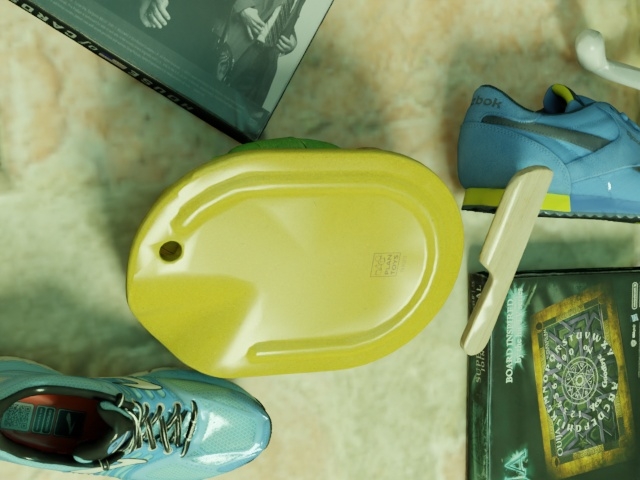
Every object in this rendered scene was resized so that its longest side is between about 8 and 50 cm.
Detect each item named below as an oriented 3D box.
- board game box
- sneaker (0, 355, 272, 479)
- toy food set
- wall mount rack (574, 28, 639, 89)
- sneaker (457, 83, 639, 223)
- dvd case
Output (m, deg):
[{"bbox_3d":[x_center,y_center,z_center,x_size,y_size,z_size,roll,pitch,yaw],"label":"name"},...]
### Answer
[{"bbox_3d":[0.148,0.110,0.671,0.126,0.026,0.186,-1,93,-23],"label":"board game box"},{"bbox_3d":[-0.098,0.096,0.538,0.162,0.073,0.063,6,90,-23],"label":"sneaker"},{"bbox_3d":[0.000,0.000,0.586,0.218,0.071,0.128,0,117,-21],"label":"toy food set"},{"bbox_3d":[0.212,-0.211,0.540,0.130,0.304,0.350,21,83,13],"label":"wall mount rack"},{"bbox_3d":[0.177,-0.050,0.652,0.209,0.069,0.082,5,87,-23],"label":"sneaker"},{"bbox_3d":[-0.053,-0.197,0.566,0.179,0.029,0.238,31,80,-22],"label":"dvd case"}]
